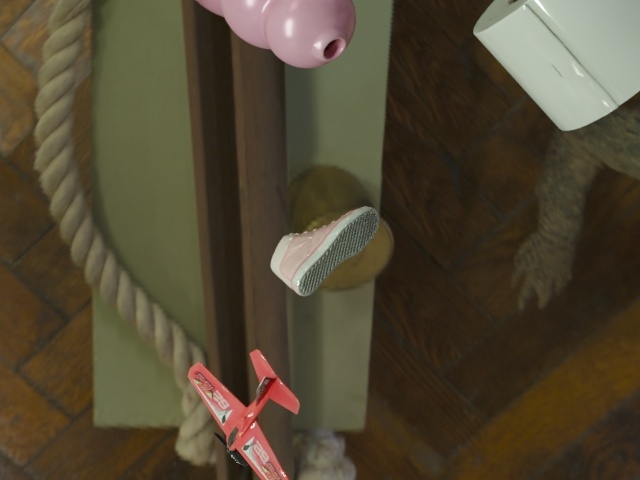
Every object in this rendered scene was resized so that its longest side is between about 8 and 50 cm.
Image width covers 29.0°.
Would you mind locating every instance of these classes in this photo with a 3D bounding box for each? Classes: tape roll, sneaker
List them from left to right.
[{"bbox_3d":[0.000,0.000,1.385,0.134,0.070,0.051,-43,136,-19],"label":"sneaker"},{"bbox_3d":[0.332,-0.276,1.514,0.246,0.246,0.169,-42,101,12],"label":"tape roll"}]

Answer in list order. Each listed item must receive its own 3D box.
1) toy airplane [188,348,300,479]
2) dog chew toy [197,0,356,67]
[{"bbox_3d":[-0.063,0.154,1.115,0.028,0.151,0.151,-25,114,-36],"label":"toy airplane"},{"bbox_3d":[-0.068,-0.366,1.749,0.207,0.332,0.206,-25,145,-18],"label":"dog chew toy"}]
